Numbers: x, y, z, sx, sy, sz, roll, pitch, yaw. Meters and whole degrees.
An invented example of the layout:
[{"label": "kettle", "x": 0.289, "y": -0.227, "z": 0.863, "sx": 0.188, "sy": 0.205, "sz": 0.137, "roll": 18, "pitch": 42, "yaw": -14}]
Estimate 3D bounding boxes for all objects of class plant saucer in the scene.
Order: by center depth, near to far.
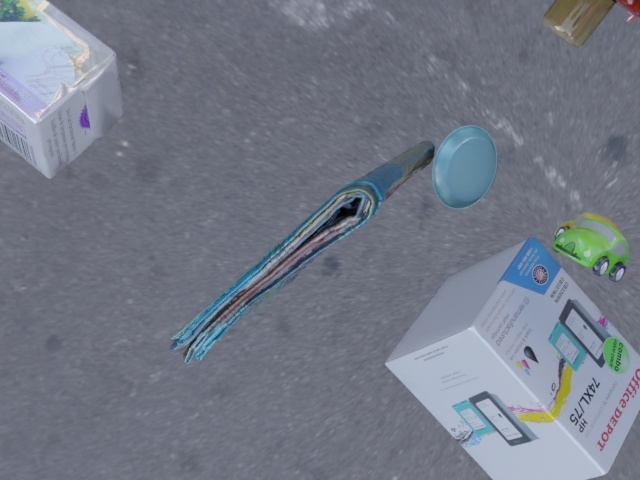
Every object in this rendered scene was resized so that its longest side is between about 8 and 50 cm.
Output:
[{"label": "plant saucer", "x": 0.205, "y": -0.100, "z": 1.560, "sx": 0.119, "sy": 0.021, "sz": 0.119, "roll": -16, "pitch": 69, "yaw": 46}]

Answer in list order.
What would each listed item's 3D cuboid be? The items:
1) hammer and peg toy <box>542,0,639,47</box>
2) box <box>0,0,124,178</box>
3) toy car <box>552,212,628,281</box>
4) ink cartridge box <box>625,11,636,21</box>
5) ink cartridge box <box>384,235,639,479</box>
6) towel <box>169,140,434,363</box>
[{"label": "hammer and peg toy", "x": 0.185, "y": -0.167, "z": 0.642, "sx": 0.266, "sy": 0.361, "sz": 0.127, "roll": 30, "pitch": 104, "yaw": -29}, {"label": "box", "x": -0.252, "y": -0.161, "z": 0.644, "sx": 0.324, "sy": 0.067, "sz": 0.063, "roll": 37, "pitch": 64, "yaw": 12}, {"label": "toy car", "x": 0.330, "y": 0.016, "z": 1.236, "sx": 0.239, "sy": 0.225, "sz": 0.053, "roll": 34, "pitch": 101, "yaw": 37}, {"label": "ink cartridge box", "x": 0.354, "y": -0.306, "z": 1.139, "sx": 0.078, "sy": 0.231, "sz": 0.134, "roll": 46, "pitch": 121, "yaw": 5}, {"label": "ink cartridge box", "x": 0.276, "y": 0.177, "z": 1.541, "sx": 0.270, "sy": 0.198, "sz": 0.197, "roll": 47, "pitch": 143, "yaw": -9}, {"label": "towel", "x": 0.000, "y": 0.000, "z": 1.240, "sx": 0.271, "sy": 0.370, "sz": 0.040, "roll": -40, "pitch": 88, "yaw": 19}]
